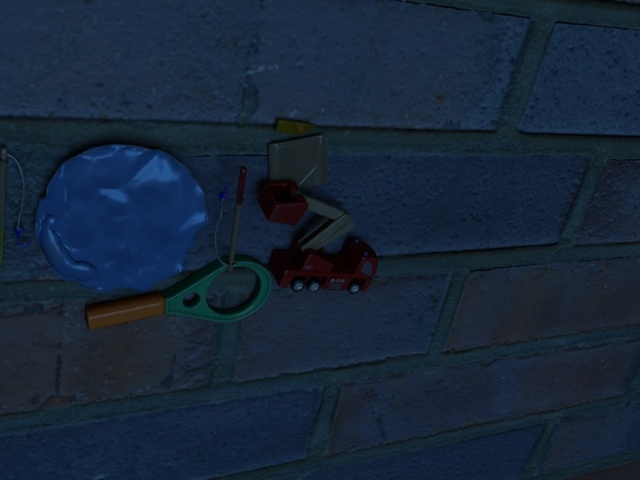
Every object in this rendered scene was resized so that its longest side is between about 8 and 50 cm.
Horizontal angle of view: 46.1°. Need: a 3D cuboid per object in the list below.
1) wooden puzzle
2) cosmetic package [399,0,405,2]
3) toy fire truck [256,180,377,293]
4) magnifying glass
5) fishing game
[{"bbox_3d":[-0.027,-0.093,0.902,0.079,0.014,0.116,-5,123,-22],"label":"wooden puzzle"},{"bbox_3d":[0.119,-0.386,0.701,0.296,0.153,0.129,-44,132,1],"label":"cosmetic package"},{"bbox_3d":[0.000,0.000,0.944,0.192,0.047,0.135,5,125,-31],"label":"toy fire truck"},{"bbox_3d":[-0.169,0.073,0.923,0.231,0.026,0.092,-10,124,-23],"label":"magnifying glass"},{"bbox_3d":[-0.215,-0.023,0.827,0.264,0.041,0.189,-1,120,-19],"label":"fishing game"}]
